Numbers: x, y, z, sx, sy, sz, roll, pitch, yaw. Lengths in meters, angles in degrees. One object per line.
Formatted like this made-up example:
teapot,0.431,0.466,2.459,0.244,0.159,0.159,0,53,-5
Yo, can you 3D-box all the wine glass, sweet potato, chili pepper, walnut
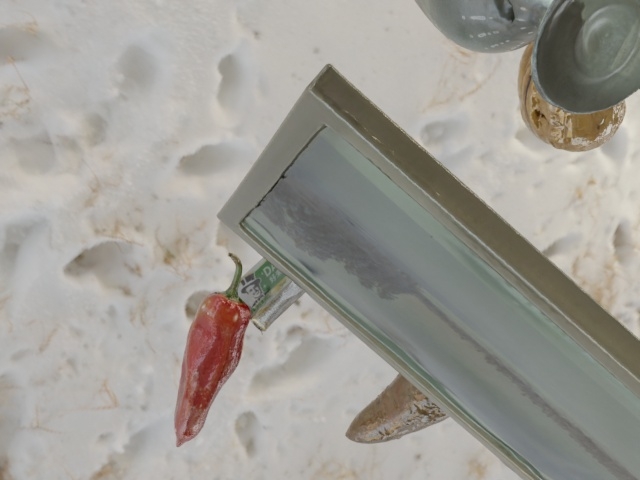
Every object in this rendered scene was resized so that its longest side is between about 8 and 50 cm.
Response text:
wine glass,0.158,-0.199,0.667,0.126,0.241,0.127,-11,126,-16
sweet potato,0.165,0.169,1.021,0.092,0.341,0.114,44,43,-24
chili pepper,-0.099,0.105,0.770,0.050,0.059,0.191,14,99,-33
walnut,0.332,-0.204,1.120,0.144,0.144,0.180,-37,134,-16

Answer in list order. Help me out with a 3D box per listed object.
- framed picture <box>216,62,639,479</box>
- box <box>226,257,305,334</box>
framed picture,0.078,0.052,0.430,0.289,0.213,0.016,41,69,-5
box,0.000,0.000,0.809,0.207,0.050,0.041,-43,146,-2
